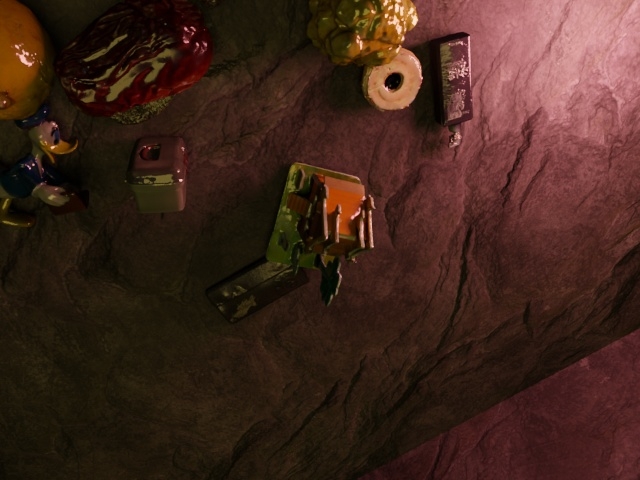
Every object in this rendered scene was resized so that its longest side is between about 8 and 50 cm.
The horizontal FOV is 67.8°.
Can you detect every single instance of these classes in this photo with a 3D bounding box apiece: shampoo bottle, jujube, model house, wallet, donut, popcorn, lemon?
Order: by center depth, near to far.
[{"bbox_3d":[-0.693,-0.392,0.997,0.260,0.284,0.260,-8,134,-8],"label":"lemon"},{"bbox_3d":[-0.410,-0.402,1.063,0.342,0.216,0.216,-36,125,-20],"label":"jujube"},{"bbox_3d":[0.100,-0.516,1.118,0.242,0.250,0.235,-37,114,9],"label":"popcorn"},{"bbox_3d":[0.190,-0.439,1.294,0.174,0.068,0.174,-5,123,-7],"label":"donut"},{"bbox_3d":[0.375,-0.416,1.350,0.098,0.071,0.309,-18,125,-5],"label":"shampoo bottle"},{"bbox_3d":[0.000,0.000,1.357,0.242,0.313,0.357,13,111,-17],"label":"model house"},{"bbox_3d":[-0.207,0.156,1.582,0.321,0.044,0.170,-30,124,7],"label":"wallet"}]

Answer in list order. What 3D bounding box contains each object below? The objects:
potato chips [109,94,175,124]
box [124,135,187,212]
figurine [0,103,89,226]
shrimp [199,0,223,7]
[{"bbox_3d":[-0.486,-0.398,1.189,0.202,0.029,0.220,-18,124,-1],"label":"potato chips"},{"bbox_3d":[-0.418,-0.173,1.238,0.148,0.210,0.129,-3,129,-10],"label":"box"},{"bbox_3d":[-0.718,-0.170,1.187,0.283,0.204,0.338,21,104,5],"label":"figurine"},{"bbox_3d":[-0.230,-0.617,1.097,0.065,0.056,0.165,20,112,-16],"label":"shrimp"}]
